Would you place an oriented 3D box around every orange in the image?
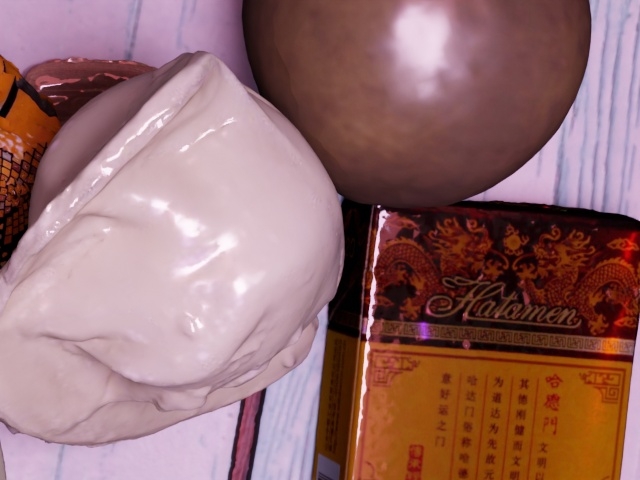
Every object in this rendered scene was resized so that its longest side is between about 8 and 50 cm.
[{"bbox_3d":[-0.308,-0.063,1.460,0.182,0.234,0.234,-29,102,21],"label":"orange"}]

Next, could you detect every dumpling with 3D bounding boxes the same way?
[{"bbox_3d":[-0.131,0.031,1.450,0.315,0.395,0.233,-37,60,-9],"label":"dumpling"}]

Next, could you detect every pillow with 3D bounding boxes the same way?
[{"bbox_3d":[-0.191,-0.050,1.591,0.135,0.034,0.211,2,90,-18],"label":"pillow"}]

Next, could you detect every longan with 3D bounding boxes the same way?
[{"bbox_3d":[0.078,-0.172,1.531,0.297,0.297,0.297,-1,92,-16],"label":"longan"}]

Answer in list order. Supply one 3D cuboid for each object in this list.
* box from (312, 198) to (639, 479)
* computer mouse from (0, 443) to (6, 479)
[{"bbox_3d":[0.134,0.170,1.649,0.264,0.116,0.415,4,91,-15],"label":"box"},{"bbox_3d":[-0.362,0.208,1.497,0.228,0.145,0.429,-4,94,-18],"label":"computer mouse"}]
